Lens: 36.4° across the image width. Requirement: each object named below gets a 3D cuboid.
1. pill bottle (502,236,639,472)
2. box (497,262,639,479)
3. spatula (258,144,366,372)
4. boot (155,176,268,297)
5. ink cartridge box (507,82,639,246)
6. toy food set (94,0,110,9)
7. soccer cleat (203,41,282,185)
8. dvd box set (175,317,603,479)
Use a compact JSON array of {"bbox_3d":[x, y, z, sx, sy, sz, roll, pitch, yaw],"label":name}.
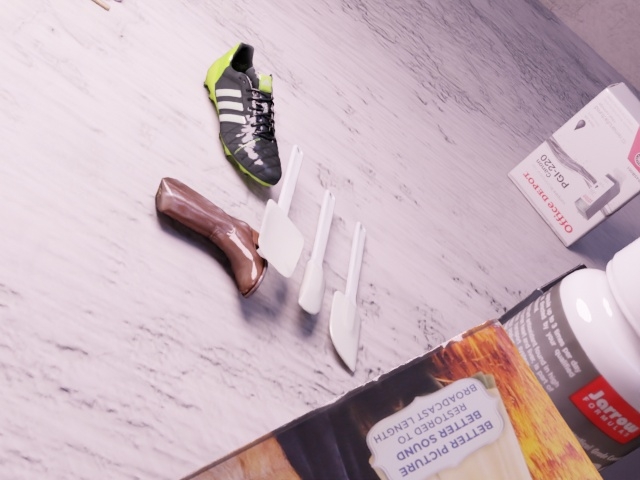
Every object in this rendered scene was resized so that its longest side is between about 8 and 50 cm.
[{"bbox_3d":[0.236,0.129,0.901,0.161,0.283,0.161,33,32,-24],"label":"pill bottle"},{"bbox_3d":[0.336,0.171,1.172,0.261,0.103,0.184,55,27,13],"label":"box"},{"bbox_3d":[0.000,0.000,0.988,0.168,0.019,0.242,50,26,-22],"label":"spatula"},{"bbox_3d":[-0.103,-0.006,0.872,0.114,0.037,0.106,36,17,-25],"label":"boot"},{"bbox_3d":[0.432,-0.118,1.538,0.159,0.218,0.092,53,35,10],"label":"ink cartridge box"},{"bbox_3d":[-0.242,-0.303,1.073,0.078,0.019,0.122,33,32,-24],"label":"toy food set"},{"bbox_3d":[-0.075,-0.137,1.035,0.060,0.072,0.179,14,43,-45],"label":"soccer cleat"},{"bbox_3d":[0.082,0.288,0.545,0.307,0.062,0.420,-24,68,-16],"label":"dvd box set"}]
